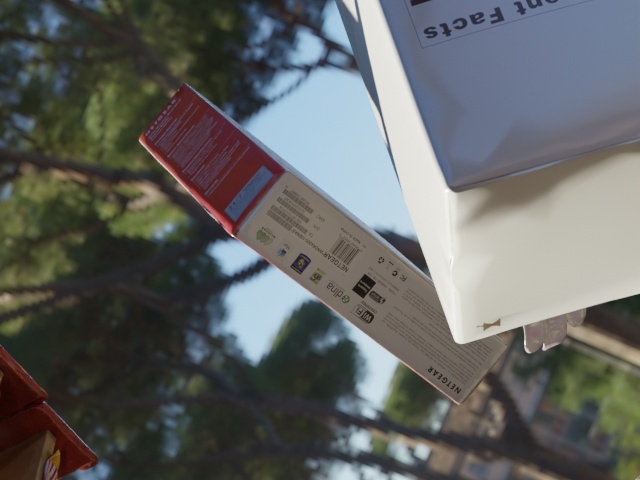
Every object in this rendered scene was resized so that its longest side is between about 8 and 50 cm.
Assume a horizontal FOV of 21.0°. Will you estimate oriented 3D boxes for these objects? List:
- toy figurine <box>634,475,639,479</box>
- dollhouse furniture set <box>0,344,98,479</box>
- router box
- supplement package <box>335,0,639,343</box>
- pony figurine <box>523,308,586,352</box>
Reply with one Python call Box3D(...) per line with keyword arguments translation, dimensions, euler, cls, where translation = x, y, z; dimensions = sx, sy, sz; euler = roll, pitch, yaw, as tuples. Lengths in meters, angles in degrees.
Box3D(translation=(0.325, 0.191, 1.227), dimensions=(0.217, 0.191, 0.362), euler=(-41, -14, -39), cls="toy figurine")
Box3D(translation=(-0.376, 0.249, 1.358), dimensions=(0.374, 0.152, 0.201), euler=(-26, 26, 17), cls="dollhouse furniture set")
Box3D(translation=(0.000, 0.000, 1.792), dimensions=(0.082, 0.335, 0.301), euler=(-51, 31, 2), cls="router box")
Box3D(translation=(0.114, -0.122, 0.994), dimensions=(0.177, 0.175, 0.293), euler=(80, 174, -60), cls="supplement package")
Box3D(translation=(0.316, -0.091, 1.831), dimensions=(0.303, 0.363, 0.351), euler=(-31, -75, -45), cls="pony figurine")
